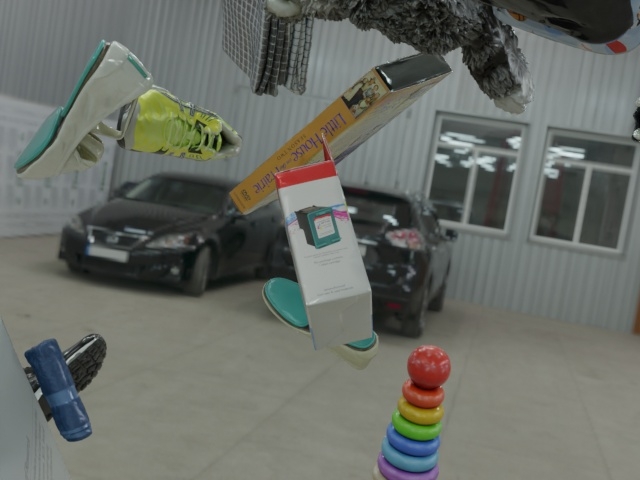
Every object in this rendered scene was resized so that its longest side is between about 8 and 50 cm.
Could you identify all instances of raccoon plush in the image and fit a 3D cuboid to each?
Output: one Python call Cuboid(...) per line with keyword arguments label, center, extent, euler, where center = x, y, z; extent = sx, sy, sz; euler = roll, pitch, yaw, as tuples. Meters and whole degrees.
Cuboid(label="raccoon plush", center=(0.110, -0.335, 1.301), extent=(0.299, 0.446, 0.216), euler=(-13, 28, 37))

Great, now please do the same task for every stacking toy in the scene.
Cuboid(label="stacking toy", center=(0.204, 0.369, 1.701), extent=(0.141, 0.330, 0.141), euler=(9, 17, -3))

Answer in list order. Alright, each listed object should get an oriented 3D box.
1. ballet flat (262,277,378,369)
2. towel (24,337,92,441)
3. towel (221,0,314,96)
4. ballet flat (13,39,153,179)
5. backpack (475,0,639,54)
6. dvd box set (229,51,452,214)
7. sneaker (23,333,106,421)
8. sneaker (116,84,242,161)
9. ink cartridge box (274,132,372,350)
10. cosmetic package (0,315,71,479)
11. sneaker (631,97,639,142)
Cuboid(label="ballet flat", center=(-0.004, 0.156, 1.500), extent=(0.248, 0.086, 0.086), euler=(31, 13, 24))
Cuboid(label="towel", center=(-0.298, 0.171, 0.930), extent=(0.029, 0.120, 0.067), euler=(-22, 0, -34))
Cuboid(label="towel", center=(-0.126, -0.471, 1.752), extent=(0.121, 0.284, 0.235), euler=(-16, 45, -29))
Cuboid(label="ballet flat", center=(-0.439, -0.207, 1.519), extent=(0.139, 0.139, 0.400), euler=(6, -32, -42))
Cuboid(label="backpack", center=(0.265, -0.331, 0.801), extent=(0.276, 0.263, 0.213), euler=(36, -1, 37))
Cuboid(label="dvd box set", center=(0.040, -0.216, 1.631), extent=(0.420, 0.062, 0.307), euler=(-36, -3, 35))
Cuboid(label="sneaker", center=(-0.534, 0.263, 1.530), extent=(0.124, 0.283, 0.107), euler=(34, -23, 22))
Cuboid(label="sneaker", center=(-0.292, -0.243, 1.742), extent=(0.147, 0.145, 0.384), euler=(17, 11, 18))
Cuboid(label="ink cartridge box", center=(0.000, 0.000, 1.006), extent=(0.078, 0.231, 0.134), euler=(-13, -30, -3))
Cuboid(label="cosmetic package", center=(-0.520, 0.372, 1.064), extent=(0.329, 0.394, 0.327), euler=(-17, 28, -9))
Cuboid(label="sneaker", center=(0.633, -0.175, 1.482), extent=(0.153, 0.235, 0.094), euler=(-28, 21, -22))
